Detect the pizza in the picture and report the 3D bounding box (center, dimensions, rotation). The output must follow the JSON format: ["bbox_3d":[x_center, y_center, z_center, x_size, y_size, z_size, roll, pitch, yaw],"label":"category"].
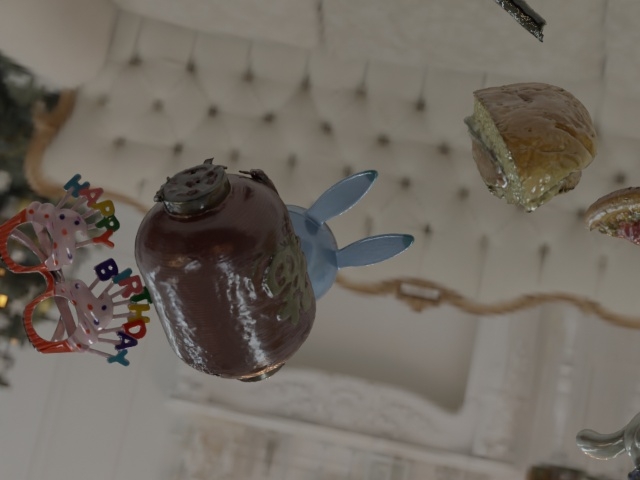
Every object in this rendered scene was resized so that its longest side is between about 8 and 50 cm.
[{"bbox_3d":[0.494,-0.012,1.978,0.199,0.062,0.188,23,162,-17],"label":"pizza"}]

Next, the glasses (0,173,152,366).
[{"bbox_3d":[-0.311,0.049,1.762,0.162,0.255,0.095,-20,179,-3],"label":"glasses"}]

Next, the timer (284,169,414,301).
[{"bbox_3d":[-0.009,0.000,2.004,0.255,0.175,0.175,-31,160,1],"label":"timer"}]

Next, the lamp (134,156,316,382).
[{"bbox_3d":[-0.093,0.038,1.439,0.180,0.180,0.258,4,130,29],"label":"lamp"}]

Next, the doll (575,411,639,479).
[{"bbox_3d":[0.491,0.329,2.018,0.311,0.243,0.159,-8,160,44],"label":"doll"}]

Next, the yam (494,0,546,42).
[{"bbox_3d":[0.212,-0.271,1.542,0.129,0.027,0.033,47,-174,20],"label":"yam"}]

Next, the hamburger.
[{"bbox_3d":[0.266,-0.122,1.660,0.155,0.135,0.208,-16,-166,3],"label":"hamburger"}]
